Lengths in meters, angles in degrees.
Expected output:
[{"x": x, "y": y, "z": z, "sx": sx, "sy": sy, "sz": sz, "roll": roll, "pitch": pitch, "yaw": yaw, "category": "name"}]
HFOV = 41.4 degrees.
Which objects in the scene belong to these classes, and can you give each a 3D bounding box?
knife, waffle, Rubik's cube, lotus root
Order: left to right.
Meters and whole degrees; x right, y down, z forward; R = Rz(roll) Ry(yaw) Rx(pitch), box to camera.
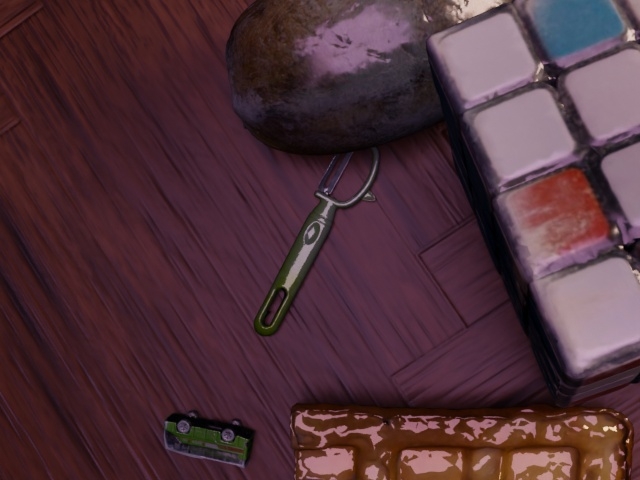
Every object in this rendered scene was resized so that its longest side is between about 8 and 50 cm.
[{"x": 0.000, "y": 0.000, "z": 0.799, "sx": 0.054, "sy": 0.015, "sz": 0.212, "roll": 29, "pitch": 90, "yaw": 6, "category": "knife"}, {"x": 0.076, "y": -0.169, "z": 0.725, "sx": 0.322, "sy": 0.140, "sz": 0.158, "roll": -17, "pitch": 115, "yaw": 5, "category": "lotus root"}, {"x": 0.120, "y": 0.312, "z": 0.740, "sx": 0.304, "sy": 0.077, "sz": 0.348, "roll": 1, "pitch": 87, "yaw": 6, "category": "waffle"}, {"x": 0.247, "y": -0.042, "z": 0.625, "sx": 0.253, "sy": 0.259, "sz": 0.256, "roll": -21, "pitch": 70, "yaw": 6, "category": "Rubik's cube"}]

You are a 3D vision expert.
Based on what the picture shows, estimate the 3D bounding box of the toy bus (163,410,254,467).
[{"x": -0.105, "y": 0.186, "z": 0.796, "sx": 0.083, "sy": 0.031, "sz": 0.037, "roll": 10, "pitch": 98, "yaw": 7, "category": "toy bus"}]
